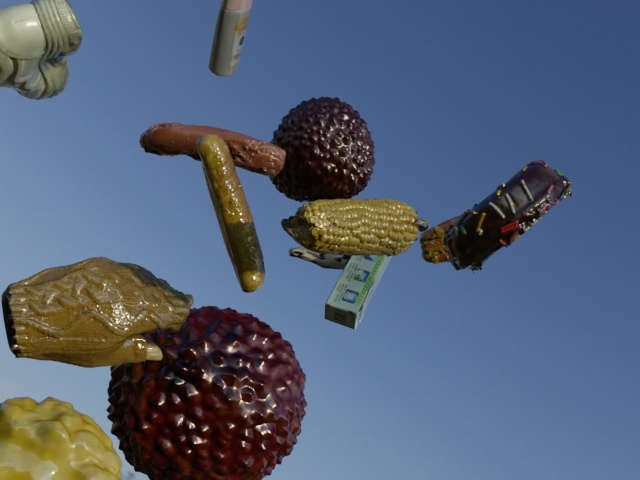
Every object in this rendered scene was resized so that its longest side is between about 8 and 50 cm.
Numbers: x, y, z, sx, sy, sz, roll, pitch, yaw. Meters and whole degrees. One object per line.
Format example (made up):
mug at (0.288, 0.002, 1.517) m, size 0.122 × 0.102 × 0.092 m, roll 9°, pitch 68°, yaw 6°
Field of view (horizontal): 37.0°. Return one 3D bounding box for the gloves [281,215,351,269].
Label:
gloves at (0.002, -0.003, 2.364) m, size 0.212 × 0.127 × 0.111 m, roll 27°, pitch 15°, yaw 3°

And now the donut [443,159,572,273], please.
donut at (0.341, -0.047, 1.775) m, size 0.103 × 0.270 × 0.269 m, roll 50°, pitch -23°, yaw 5°

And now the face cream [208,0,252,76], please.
face cream at (-0.173, -0.420, 1.876) m, size 0.057 × 0.084 × 0.198 m, roll 28°, pitch -49°, yaw 10°

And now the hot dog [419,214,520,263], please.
hot dog at (0.370, -0.016, 2.338) m, size 0.072 × 0.269 × 0.115 m, roll -87°, pitch 157°, yaw -70°

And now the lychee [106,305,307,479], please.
lychee at (-0.226, 0.355, 2.072) m, size 0.500 × 0.424 × 0.425 m, roll 37°, pitch -22°, yaw -33°

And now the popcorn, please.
popcorn at (-0.502, 0.413, 1.511) m, size 0.349 × 0.348 × 0.382 m, roll 17°, pitch -5°, yaw 32°

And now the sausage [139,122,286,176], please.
sausage at (-0.235, -0.201, 2.047) m, size 0.327 × 0.079 × 0.087 m, roll 12°, pitch -45°, yaw 10°

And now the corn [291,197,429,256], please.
corn at (0.063, -0.019, 1.560) m, size 0.106 × 0.106 × 0.293 m, roll 13°, pitch 10°, yaw 38°

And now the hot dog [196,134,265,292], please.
hot dog at (-0.152, -0.047, 1.654) m, size 0.088 × 0.061 × 0.285 m, roll -116°, pitch -171°, yaw -73°

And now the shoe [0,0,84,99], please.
shoe at (-0.578, -0.343, 1.774) m, size 0.342 × 0.211 × 0.132 m, roll -30°, pitch -99°, yaw 63°

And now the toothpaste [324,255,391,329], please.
toothpaste at (0.110, 0.061, 2.250) m, size 0.081 × 0.336 × 0.067 m, roll 18°, pitch -42°, yaw 13°

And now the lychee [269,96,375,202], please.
lychee at (0.001, -0.189, 2.251) m, size 0.265 × 0.299 × 0.264 m, roll 9°, pitch 8°, yaw -1°

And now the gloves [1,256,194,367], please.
gloves at (-0.395, 0.129, 1.736) m, size 0.357 × 0.203 × 0.155 m, roll -5°, pitch -14°, yaw -33°
